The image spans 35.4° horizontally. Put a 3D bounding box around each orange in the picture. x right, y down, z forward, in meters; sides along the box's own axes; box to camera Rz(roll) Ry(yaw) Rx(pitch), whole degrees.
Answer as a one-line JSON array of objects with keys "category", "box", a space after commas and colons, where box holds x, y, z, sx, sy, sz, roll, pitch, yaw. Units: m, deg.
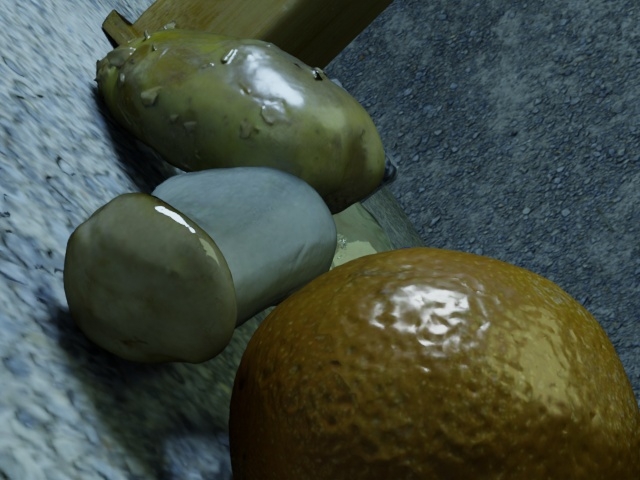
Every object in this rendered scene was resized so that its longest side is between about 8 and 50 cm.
[{"category": "orange", "box": [0.073, 0.126, 0.617, 0.264, 0.264, 0.264, 52, 9, -12]}]

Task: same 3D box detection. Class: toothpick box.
[{"category": "toothpick box", "box": [-0.061, -0.273, 1.185, 0.190, 0.308, 0.187, 49, 6, 26]}]

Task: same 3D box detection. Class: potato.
[{"category": "potato", "box": [-0.080, -0.119, 0.926, 0.296, 0.141, 0.191, 23, 13, 19]}]

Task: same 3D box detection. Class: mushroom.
[{"category": "mushroom", "box": [-0.084, 0.012, 0.705, 0.328, 0.159, 0.122, -34, 111, -76]}]

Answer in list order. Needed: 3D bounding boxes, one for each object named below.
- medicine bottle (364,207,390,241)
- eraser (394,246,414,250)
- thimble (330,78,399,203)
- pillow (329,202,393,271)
[{"category": "medicine bottle", "box": [0.082, -0.021, 1.896, 0.074, 0.055, 0.118, 58, 10, 18]}, {"category": "eraser", "box": [0.149, 0.168, 1.187, 0.332, 0.155, 0.101, 58, 10, 25]}, {"category": "thimble", "box": [0.031, -0.177, 1.893, 0.217, 0.157, 0.245, 44, 14, -47]}, {"category": "pillow", "box": [0.000, 0.000, 1.139, 0.185, 0.075, 0.302, -20, 69, -41]}]
